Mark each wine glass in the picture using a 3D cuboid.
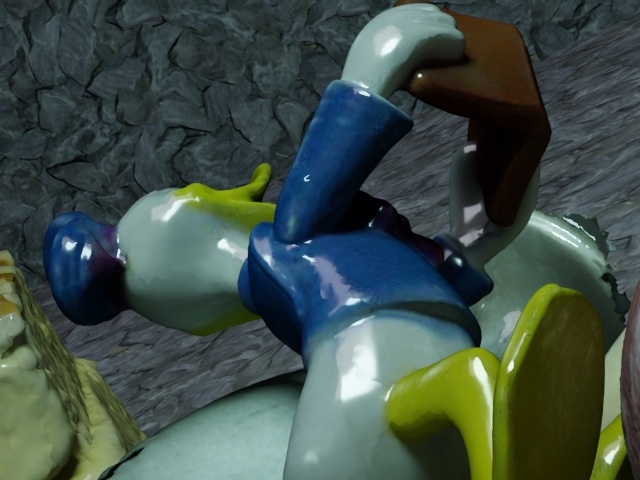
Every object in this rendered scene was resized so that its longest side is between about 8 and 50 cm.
[{"bbox_3d":[0.024,0.133,0.882,0.357,0.190,0.190,-36,14,-29],"label":"wine glass"}]

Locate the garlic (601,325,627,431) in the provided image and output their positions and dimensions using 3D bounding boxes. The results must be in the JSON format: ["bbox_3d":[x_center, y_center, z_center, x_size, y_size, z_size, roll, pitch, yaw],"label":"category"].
[{"bbox_3d":[0.213,0.092,0.834,0.245,0.145,0.164,-33,-20,-14],"label":"garlic"}]

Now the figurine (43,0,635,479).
[{"bbox_3d":[0.000,0.000,0.763,0.338,0.204,0.283,5,64,31],"label":"figurine"}]

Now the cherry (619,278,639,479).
[{"bbox_3d":[0.230,0.061,0.618,0.213,0.285,0.236,-6,64,51],"label":"cherry"}]

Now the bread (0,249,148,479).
[{"bbox_3d":[-0.311,0.199,1.166,0.390,0.279,0.371,-27,13,-5],"label":"bread"}]
